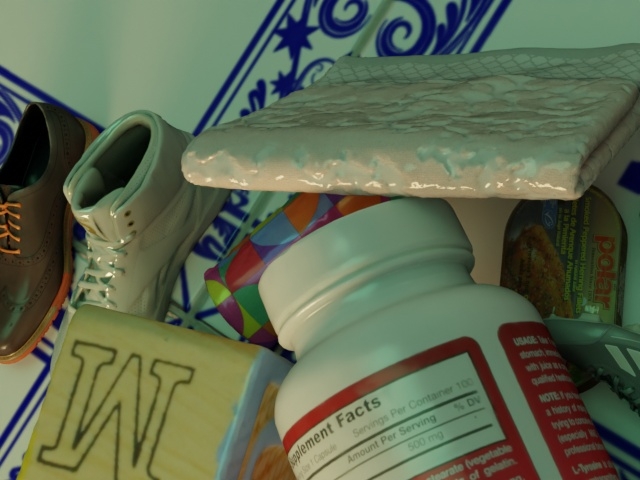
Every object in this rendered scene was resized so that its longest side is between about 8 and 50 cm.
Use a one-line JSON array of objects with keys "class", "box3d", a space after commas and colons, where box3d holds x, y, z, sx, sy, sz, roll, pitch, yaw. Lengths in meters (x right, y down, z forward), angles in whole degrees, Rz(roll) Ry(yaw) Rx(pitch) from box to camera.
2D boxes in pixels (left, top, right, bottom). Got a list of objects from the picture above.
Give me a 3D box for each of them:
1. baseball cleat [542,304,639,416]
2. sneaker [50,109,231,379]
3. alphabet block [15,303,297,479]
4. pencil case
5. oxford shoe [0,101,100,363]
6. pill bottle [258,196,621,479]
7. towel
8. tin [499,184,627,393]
[{"class": "baseball cleat", "box3d": [0.264, 0.124, 1.187, 0.206, 0.072, 0.109, 15, 77, 13]}, {"class": "sneaker", "box3d": [-0.209, 0.013, 1.429, 0.108, 0.169, 0.292, 24, 85, 29]}, {"class": "alphabet block", "box3d": [-0.119, 0.184, 1.312, 0.197, 0.192, 0.193, 12, 76, 28]}, {"class": "pencil case", "box3d": [0.000, 0.000, 1.374, 0.236, 0.104, 0.104, -41, 60, 8]}, {"class": "oxford shoe", "box3d": [-0.308, -0.011, 1.526, 0.097, 0.098, 0.271, 3, 74, 27]}, {"class": "pill bottle", "box3d": [0.104, 0.182, 1.148, 0.229, 0.229, 0.407, -28, 70, 15]}, {"class": "towel", "box3d": [0.099, -0.105, 1.258, 0.332, 0.317, 0.053, 2, 111, 26]}, {"class": "tin", "box3d": [0.210, 0.041, 1.289, 0.106, 0.040, 0.189, -1, 72, 30]}]
